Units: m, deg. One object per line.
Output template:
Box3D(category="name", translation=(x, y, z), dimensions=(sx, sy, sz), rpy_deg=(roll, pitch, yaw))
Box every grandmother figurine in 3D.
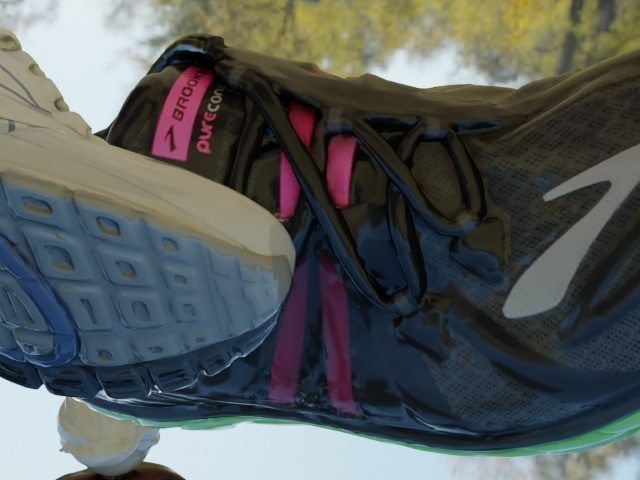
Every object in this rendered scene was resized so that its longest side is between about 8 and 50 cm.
Box3D(category="grandmother figurine", translation=(-0.187, 0.266, 1.203), dimensions=(0.207, 0.342, 0.104), rpy_deg=(-9, -150, -23))

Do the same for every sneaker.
Box3D(category="sneaker", translation=(0.000, 0.000, 0.635), dimensions=(0.482, 0.185, 0.202), rpy_deg=(-13, 150, 32))
Box3D(category="sneaker", translation=(-0.138, -0.035, 0.502), dimensions=(0.297, 0.111, 0.129), rpy_deg=(16, -133, 21))
